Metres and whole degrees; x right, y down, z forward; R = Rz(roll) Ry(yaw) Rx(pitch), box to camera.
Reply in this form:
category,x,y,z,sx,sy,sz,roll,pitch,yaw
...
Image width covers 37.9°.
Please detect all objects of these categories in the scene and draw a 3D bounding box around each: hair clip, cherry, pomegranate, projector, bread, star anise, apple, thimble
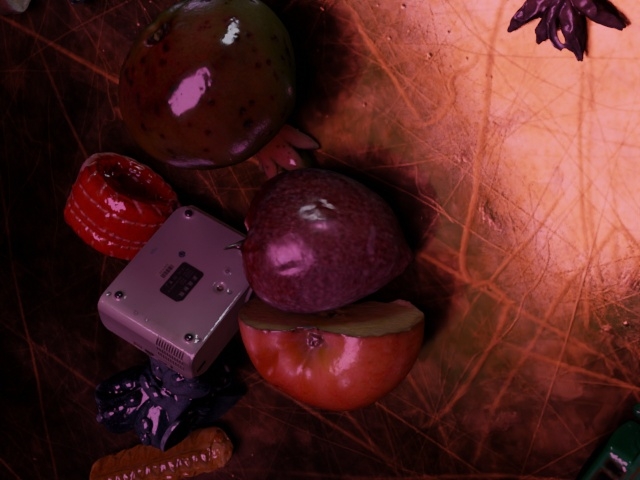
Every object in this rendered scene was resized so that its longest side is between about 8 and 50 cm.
category,x,y,z,sx,sy,sz,roll,pitch,yaw
hair clip,-0.271,0.261,1.715,0.206,0.194,0.310,49,123,18
cherry,0.000,0.000,1.459,0.300,0.230,0.203,6,131,-3
pomegranate,-0.144,-0.240,1.466,0.290,0.323,0.291,-12,73,45
projector,-0.220,0.082,1.579,0.198,0.250,0.108,30,150,15
bread,-0.321,0.439,1.844,0.367,0.077,0.084,-21,95,31
star anise,0.332,-0.350,1.272,0.195,0.065,0.183,26,115,21
apple,0.017,0.187,1.494,0.292,0.251,0.163,5,104,22
thimble,-0.354,-0.060,1.647,0.189,0.163,0.125,34,117,13

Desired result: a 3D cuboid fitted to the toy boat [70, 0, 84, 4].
category,x,y,z,sx,sy,sz,roll,pitch,yaw
toy boat,-0.398,-0.463,1.599,0.055,0.060,0.141,43,123,6

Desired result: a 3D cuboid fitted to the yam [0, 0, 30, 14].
category,x,y,z,sx,sy,sz,roll,pitch,yaw
yam,-0.645,-0.452,1.703,0.259,0.093,0.093,2,107,26

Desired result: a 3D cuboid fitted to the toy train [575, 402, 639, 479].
category,x,y,z,sx,sy,sz,roll,pitch,yaw
toy train,0.539,0.329,1.340,0.249,0.178,0.429,38,120,23
